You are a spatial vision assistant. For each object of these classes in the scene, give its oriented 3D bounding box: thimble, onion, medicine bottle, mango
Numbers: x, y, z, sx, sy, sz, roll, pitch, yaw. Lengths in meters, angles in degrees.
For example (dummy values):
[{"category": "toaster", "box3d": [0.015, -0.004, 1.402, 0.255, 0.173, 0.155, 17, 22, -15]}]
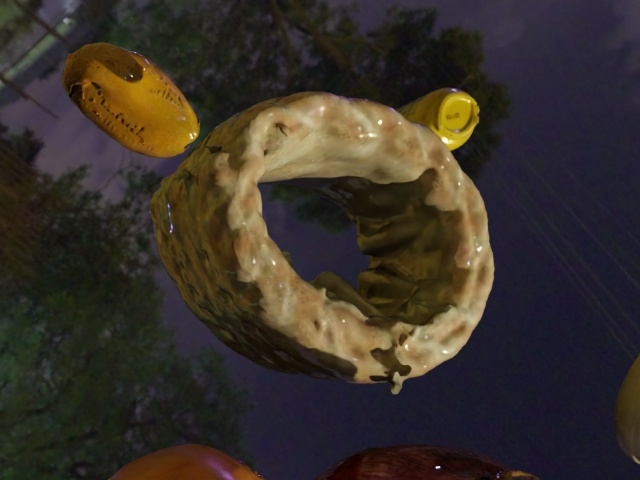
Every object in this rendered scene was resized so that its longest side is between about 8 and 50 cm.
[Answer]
[{"category": "thimble", "box3d": [0.006, -0.001, 0.506, 0.196, 0.229, 0.148, -52, -162, -25]}, {"category": "onion", "box3d": [0.081, 0.184, 0.458, 0.098, 0.205, 0.151, -97, -148, -64]}, {"category": "medicine bottle", "box3d": [0.078, -0.127, 0.940, 0.111, 0.076, 0.309, -34, -169, -35]}, {"category": "mango", "box3d": [-0.324, -0.246, 1.191, 0.151, 0.248, 0.156, -60, -165, -23]}]

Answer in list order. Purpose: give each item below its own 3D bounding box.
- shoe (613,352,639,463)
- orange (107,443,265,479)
[{"category": "shoe", "box3d": [0.393, 0.118, 0.628, 0.124, 0.317, 0.159, -14, -148, -27]}, {"category": "orange", "box3d": [-0.180, 0.433, 0.926, 0.312, 0.312, 0.312, -28, -145, 22]}]
